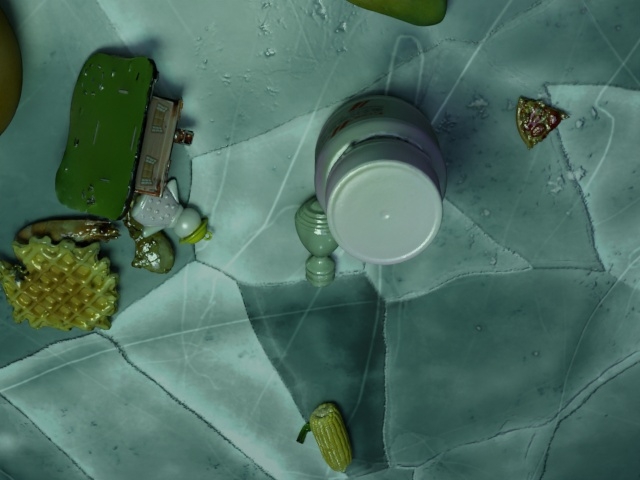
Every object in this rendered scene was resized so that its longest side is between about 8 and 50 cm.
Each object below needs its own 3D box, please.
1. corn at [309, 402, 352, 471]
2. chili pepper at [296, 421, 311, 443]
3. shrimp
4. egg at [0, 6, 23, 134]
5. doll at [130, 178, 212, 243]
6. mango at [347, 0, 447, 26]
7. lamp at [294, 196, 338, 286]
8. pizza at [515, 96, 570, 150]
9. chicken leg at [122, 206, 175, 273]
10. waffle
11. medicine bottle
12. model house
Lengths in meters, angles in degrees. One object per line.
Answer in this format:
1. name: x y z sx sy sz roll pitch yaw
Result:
1. corn: 0.026 0.440 2.140 0.063 0.085 0.165 -7 120 20
2. chili pepper: -0.028 0.427 2.170 0.027 0.022 0.083 47 112 15
3. shrimp: -0.506 0.014 1.940 0.235 0.053 0.133 -10 115 9
4. egg: -0.660 -0.312 1.647 0.282 0.283 0.351 -4 110 2
5. doll: -0.302 -0.055 1.890 0.207 0.081 0.129 31 80 -19
6. mango: 0.123 -0.463 1.680 0.237 0.091 0.137 14 122 -14
7. lamp: 0.000 0.000 1.914 0.106 0.106 0.193 2 127 -1
8. pizza: 0.407 -0.233 1.829 0.100 0.029 0.099 -42 109 18
9. chicken leg: -0.360 -0.007 1.920 0.093 0.070 0.178 -36 106 -26
10. waffle: -0.530 0.092 1.953 0.249 0.056 0.261 2 128 4
11. medicine bottle: 0.109 -0.110 1.738 0.241 0.302 0.241 0 117 0
12. model house: -0.352 -0.184 1.786 0.207 0.154 0.294 13 91 37
